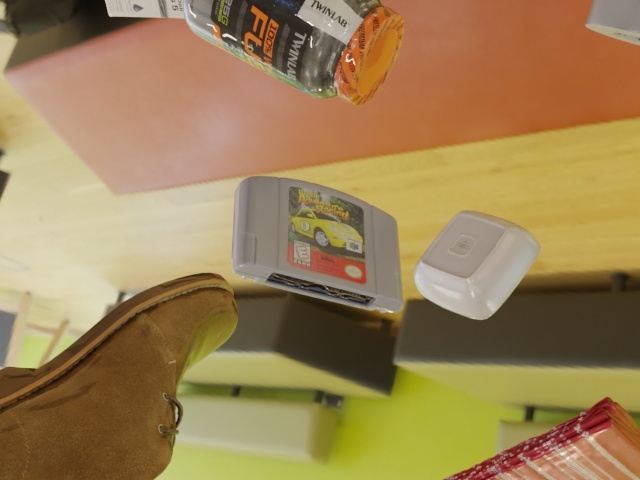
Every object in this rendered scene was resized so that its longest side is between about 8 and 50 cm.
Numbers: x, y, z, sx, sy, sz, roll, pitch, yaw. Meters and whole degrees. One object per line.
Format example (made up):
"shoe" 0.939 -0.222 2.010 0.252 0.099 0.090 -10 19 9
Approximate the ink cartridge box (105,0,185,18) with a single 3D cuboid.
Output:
"ink cartridge box" -0.309 -0.554 1.712 0.273 0.115 0.198 10 123 30

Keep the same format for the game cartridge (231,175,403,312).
"game cartridge" 0.000 0.000 1.398 0.294 0.196 0.060 15 139 -23

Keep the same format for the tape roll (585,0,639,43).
"tape roll" 0.603 -0.398 1.574 0.219 0.072 0.219 16 -167 -4

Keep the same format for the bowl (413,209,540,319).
"bowl" 0.194 0.020 1.113 0.142 0.142 0.053 24 159 51

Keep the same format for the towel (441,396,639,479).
"towel" 0.210 0.257 0.889 0.275 0.031 0.199 -31 138 20

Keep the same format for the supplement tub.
"supplement tub" -0.044 -0.372 1.442 0.338 0.207 0.207 30 163 18

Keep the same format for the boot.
"boot" -0.133 0.118 0.583 0.115 0.305 0.112 35 122 14
